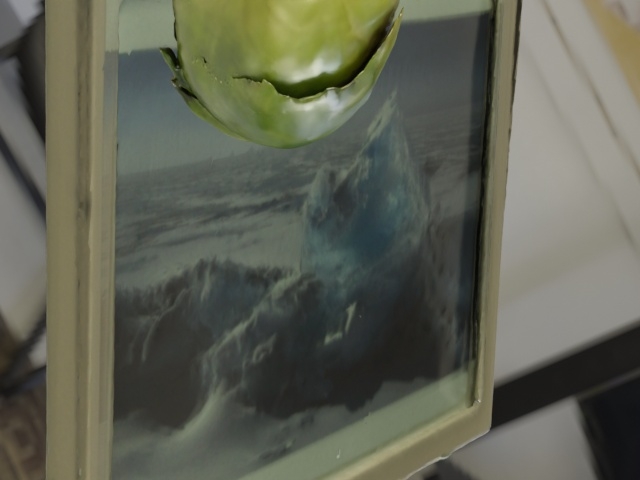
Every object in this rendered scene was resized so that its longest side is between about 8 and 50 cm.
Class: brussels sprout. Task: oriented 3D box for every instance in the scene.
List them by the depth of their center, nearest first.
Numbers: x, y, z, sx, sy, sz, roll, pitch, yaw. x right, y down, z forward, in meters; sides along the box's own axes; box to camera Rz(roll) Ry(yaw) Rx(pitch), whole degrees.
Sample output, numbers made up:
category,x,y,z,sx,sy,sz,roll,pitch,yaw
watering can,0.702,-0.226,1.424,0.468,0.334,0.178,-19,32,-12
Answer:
category,x,y,z,sx,sy,sz,roll,pitch,yaw
brussels sprout,0.004,-0.058,0.410,0.046,0.083,0.051,41,-19,-1

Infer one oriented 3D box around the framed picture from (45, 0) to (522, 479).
category,x,y,z,sx,sy,sz,roll,pitch,yaw
framed picture,0.000,0.000,1.016,0.446,0.028,0.326,-18,113,-58
